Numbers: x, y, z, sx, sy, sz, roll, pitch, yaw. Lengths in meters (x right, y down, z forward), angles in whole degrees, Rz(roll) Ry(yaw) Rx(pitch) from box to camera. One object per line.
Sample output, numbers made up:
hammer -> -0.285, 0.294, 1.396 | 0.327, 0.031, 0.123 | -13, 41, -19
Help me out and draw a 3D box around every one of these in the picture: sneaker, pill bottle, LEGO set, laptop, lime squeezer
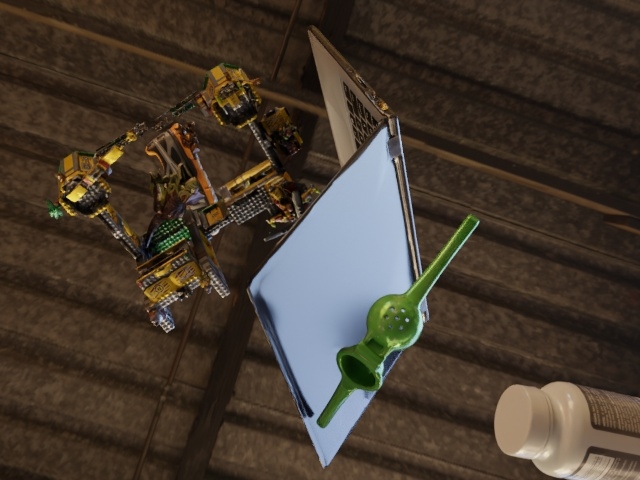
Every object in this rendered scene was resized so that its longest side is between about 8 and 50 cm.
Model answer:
sneaker -> -0.249, -0.105, 1.323 | 0.083, 0.084, 0.215 | -25, -86, -6
pill bottle -> 0.502, 0.366, 1.347 | 0.318, 0.176, 0.177 | 14, -88, -13
LEGO set -> -0.153, -0.045, 0.884 | 0.331, 0.192, 0.255 | -25, -53, -5
laptop -> 0.000, 0.000, 0.948 | 0.236, 0.408, 0.382 | -23, -45, -7
lime squeezer -> 0.059, 0.103, 0.751 | 0.058, 0.110, 0.310 | 31, -71, -5
